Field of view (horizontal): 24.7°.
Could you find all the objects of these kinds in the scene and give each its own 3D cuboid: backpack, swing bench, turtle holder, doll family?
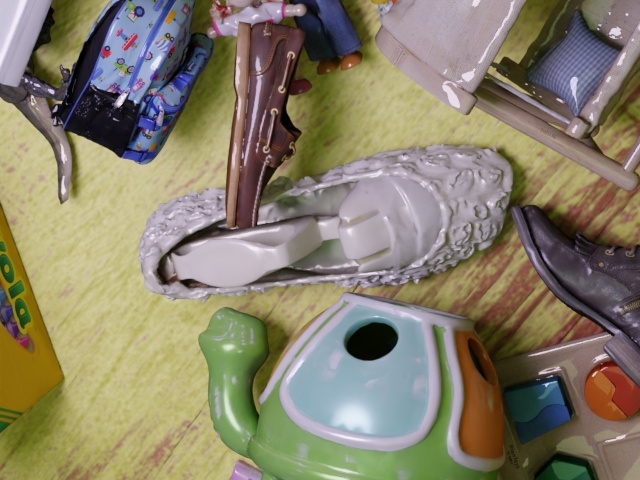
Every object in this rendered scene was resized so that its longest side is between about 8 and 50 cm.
[{"bbox_3d":[-0.175,-0.186,1.460,0.117,0.158,0.173,28,130,-5],"label":"backpack"},{"bbox_3d":[0.219,-0.223,1.307,0.255,0.165,0.253,23,109,-15],"label":"swing bench"},{"bbox_3d":[0.044,0.170,1.508,0.320,0.243,0.227,14,93,51],"label":"turtle holder"},{"bbox_3d":[0.017,-0.253,1.457,0.263,0.118,0.163,-13,116,21],"label":"doll family"}]

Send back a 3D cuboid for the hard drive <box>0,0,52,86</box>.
[{"bbox_3d":[-0.330,-0.362,1.465,0.233,0.047,0.353,29,102,26],"label":"hard drive"}]

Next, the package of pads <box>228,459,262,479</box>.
[{"bbox_3d":[-0.069,0.287,1.640,0.083,0.032,0.050,27,109,4],"label":"package of pads"}]

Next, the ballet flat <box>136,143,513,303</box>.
[{"bbox_3d":[0.000,0.000,1.504,0.409,0.147,0.147,-11,101,13],"label":"ballet flat"}]

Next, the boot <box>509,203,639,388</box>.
[{"bbox_3d":[0.346,0.007,1.468,0.229,0.091,0.263,-42,82,6],"label":"boot"}]

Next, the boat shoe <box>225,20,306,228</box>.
[{"bbox_3d":[-0.054,-0.109,1.427,0.073,0.073,0.207,5,106,-6],"label":"boat shoe"}]

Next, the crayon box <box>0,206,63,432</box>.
[{"bbox_3d":[-0.424,0.040,1.502,0.106,0.313,0.363,-15,101,18],"label":"crayon box"}]

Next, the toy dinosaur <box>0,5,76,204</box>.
[{"bbox_3d":[-0.314,-0.179,1.558,0.118,0.064,0.268,-33,95,33],"label":"toy dinosaur"}]

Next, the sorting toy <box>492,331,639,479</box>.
[{"bbox_3d":[0.303,0.252,1.552,0.229,0.041,0.307,-18,99,15],"label":"sorting toy"}]
